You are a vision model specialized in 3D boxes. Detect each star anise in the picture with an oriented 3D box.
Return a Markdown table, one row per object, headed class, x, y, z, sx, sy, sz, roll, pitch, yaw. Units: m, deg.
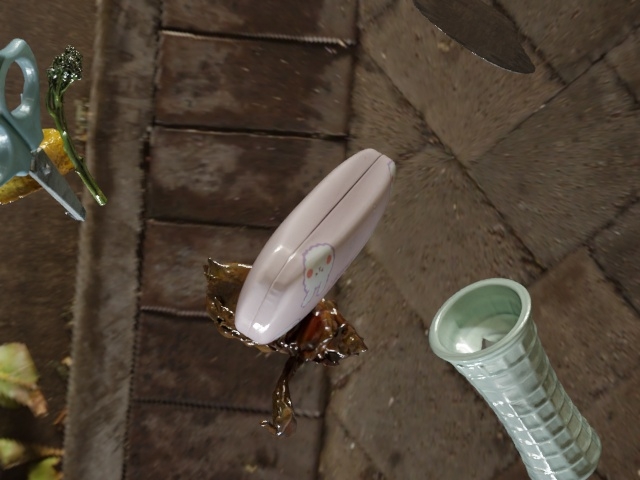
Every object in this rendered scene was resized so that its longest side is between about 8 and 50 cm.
| class | x | y | z | sx | sy | sz | roll | pitch | yaw |
| --- | --- | --- | --- | --- | --- | --- | --- | --- | --- |
| star anise | -0.051 | 0.130 | 1.529 | 0.237 | 0.346 | 0.148 | 27 | 115 | -22 |

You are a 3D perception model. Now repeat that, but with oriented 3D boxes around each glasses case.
| class | x | y | z | sx | sy | sz | roll | pitch | yaw |
| --- | --- | --- | --- | --- | --- | --- | --- | --- | --- |
| glasses case | 0.000 | 0.000 | 1.203 | 0.075 | 0.297 | 0.113 | 33 | 127 | 7 |

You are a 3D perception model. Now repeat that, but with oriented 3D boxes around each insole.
| class | x | y | z | sx | sy | sz | roll | pitch | yaw |
| --- | --- | --- | --- | --- | --- | --- | --- | --- | --- |
| insole | 0.123 | -0.175 | 0.943 | 0.109 | 0.322 | 0.007 | 32 | 109 | -3 |

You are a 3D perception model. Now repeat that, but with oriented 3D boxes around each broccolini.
| class | x | y | z | sx | sy | sz | roll | pitch | yaw |
| --- | --- | --- | --- | --- | --- | --- | --- | --- | --- |
| broccolini | -0.294 | -0.134 | 1.411 | 0.052 | 0.054 | 0.194 | -8 | 108 | -1 |

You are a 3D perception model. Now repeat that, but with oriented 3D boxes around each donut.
| class | x | y | z | sx | sy | sz | roll | pitch | yaw |
| --- | --- | --- | --- | --- | --- | --- | --- | --- | --- |
| donut | -0.409 | -0.105 | 1.605 | 0.152 | 0.152 | 0.058 | -11 | 114 | 7 |

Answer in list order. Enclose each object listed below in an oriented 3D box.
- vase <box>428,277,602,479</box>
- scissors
| class | x | y | z | sx | sy | sz | roll | pitch | yaw |
| --- | --- | --- | --- | --- | --- | --- | --- | --- | --- |
| vase | 0.270 | 0.202 | 1.573 | 0.143 | 0.143 | 0.299 | -29 | 122 | 8 |
| scissors | -0.353 | -0.097 | 1.450 | 0.029 | 0.360 | 0.191 | 11 | 71 | 11 |
